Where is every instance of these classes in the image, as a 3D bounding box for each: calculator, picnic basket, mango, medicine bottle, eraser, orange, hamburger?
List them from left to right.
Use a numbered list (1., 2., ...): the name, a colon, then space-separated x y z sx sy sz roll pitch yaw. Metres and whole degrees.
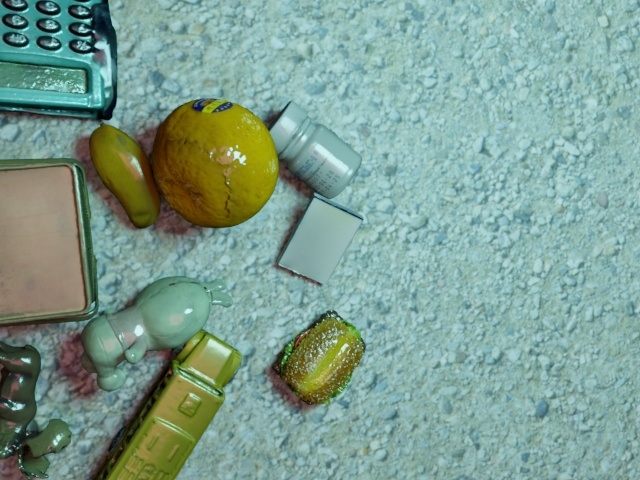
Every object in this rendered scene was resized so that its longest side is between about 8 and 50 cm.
1. calculator: -0.458 -0.339 1.128 0.248 0.058 0.274 -1 90 -30
2. picnic basket: -0.451 0.002 1.121 0.165 0.139 0.266 -7 93 -14
3. mango: -0.326 -0.110 1.180 0.075 0.098 0.190 -39 109 -52
4. orange: -0.172 -0.127 1.153 0.219 0.193 0.219 10 114 24
5. medicine bottle: -0.018 -0.160 1.250 0.168 0.105 0.105 38 82 -13
6. eraser: 0.000 0.000 1.270 0.104 0.023 0.150 24 110 -14
7. hamburger: 0.009 0.218 1.273 0.166 0.087 0.137 -45 102 -10

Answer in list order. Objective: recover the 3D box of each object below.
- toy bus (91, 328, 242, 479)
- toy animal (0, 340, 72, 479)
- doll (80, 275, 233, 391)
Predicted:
1. toy bus: -0.260 0.315 1.187 0.121 0.123 0.335 34 83 -13
2. toy animal: -0.497 0.277 1.141 0.186 0.094 0.214 16 79 -23
3. doll: -0.284 0.136 1.167 0.275 0.155 0.113 -33 129 -9
